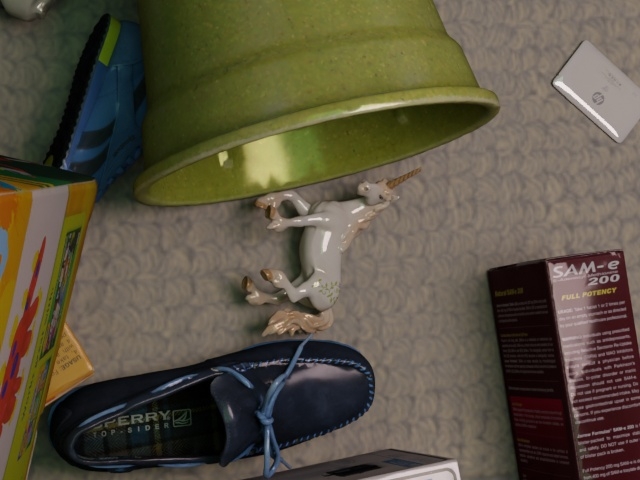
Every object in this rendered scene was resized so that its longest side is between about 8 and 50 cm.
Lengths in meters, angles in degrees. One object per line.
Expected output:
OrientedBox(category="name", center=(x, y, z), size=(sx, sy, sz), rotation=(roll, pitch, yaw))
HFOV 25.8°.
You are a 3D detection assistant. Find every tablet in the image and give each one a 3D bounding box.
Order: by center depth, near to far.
OrientedBox(category="tablet", center=(0.250, -0.132, 1.236), size=(0.083, 0.006, 0.054), rotation=(40, 77, -7))

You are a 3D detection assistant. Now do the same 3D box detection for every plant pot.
OrientedBox(category="plant pot", center=(-0.031, -0.182, 1.039), size=(0.276, 0.276, 0.254), rotation=(-12, 83, -15))

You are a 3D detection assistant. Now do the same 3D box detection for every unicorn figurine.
OrientedBox(category="unicorn figurine", center=(0.000, 0.000, 1.133), size=(0.111, 0.060, 0.162), rotation=(9, 105, -28))

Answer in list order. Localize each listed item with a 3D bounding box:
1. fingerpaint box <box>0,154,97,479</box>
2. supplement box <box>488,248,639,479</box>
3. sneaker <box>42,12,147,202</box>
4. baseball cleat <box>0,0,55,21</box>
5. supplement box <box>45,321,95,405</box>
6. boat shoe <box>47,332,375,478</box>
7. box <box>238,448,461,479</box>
OrientedBox(category="fingerpaint box", center=(-0.285, 0.162, 0.836), size=(0.163, 0.371, 0.445), rotation=(14, 94, -2))
OrientedBox(category="supplement box", center=(0.207, 0.132, 1.137), size=(0.073, 0.130, 0.240), rotation=(-8, 88, -14))
OrientedBox(category="sneaker", center=(-0.166, -0.073, 1.087), size=(0.082, 0.069, 0.209), rotation=(26, 72, -25))
OrientedBox(category="baseball cleat", center=(-0.204, -0.273, 1.102), size=(0.109, 0.072, 0.206), rotation=(33, 71, 2))
OrientedBox(category="supplement box", center=(-0.264, 0.023, 1.055), size=(0.080, 0.078, 0.233), rotation=(-35, 93, -15))
OrientedBox(category="boat shoe", center=(-0.076, 0.144, 1.079), size=(0.258, 0.089, 0.109), rotation=(-15, 102, -11))
OrientedBox(category="box", center=(-0.049, 0.229, 1.043), size=(0.289, 0.169, 0.087), rotation=(-10, 87, -14))
